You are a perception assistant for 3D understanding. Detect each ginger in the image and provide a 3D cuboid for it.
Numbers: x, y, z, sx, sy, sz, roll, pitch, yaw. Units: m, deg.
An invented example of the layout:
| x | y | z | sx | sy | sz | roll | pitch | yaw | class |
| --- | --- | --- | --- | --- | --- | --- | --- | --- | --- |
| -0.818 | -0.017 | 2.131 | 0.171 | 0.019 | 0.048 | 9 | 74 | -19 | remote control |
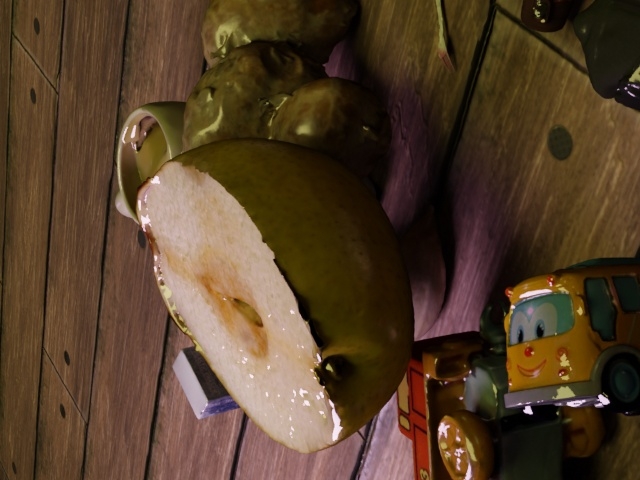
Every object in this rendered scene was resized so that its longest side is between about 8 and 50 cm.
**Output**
| x | y | z | sx | sy | sz | roll | pitch | yaw | class |
| --- | --- | --- | --- | --- | --- | --- | --- | --- | --- |
| -0.055 | -0.207 | 1.405 | 0.256 | 0.176 | 0.375 | -24 | 52 | 18 | ginger |

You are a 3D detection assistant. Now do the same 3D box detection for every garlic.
| x | y | z | sx | sy | sz | roll | pitch | yaw | class |
| --- | --- | --- | --- | --- | --- | --- | --- | --- | --- |
| 0.089 | 0.068 | 1.372 | 0.115 | 0.128 | 0.207 | 46 | 134 | 6 | garlic |

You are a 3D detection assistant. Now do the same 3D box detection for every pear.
| x | y | z | sx | sy | sz | roll | pitch | yaw | class |
| --- | --- | --- | --- | --- | --- | --- | --- | --- | --- |
| -0.025 | 0.037 | 1.238 | 0.386 | 0.191 | 0.341 | 35 | 142 | 47 | pear |

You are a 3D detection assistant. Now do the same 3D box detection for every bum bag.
| x | y | z | sx | sy | sz | roll | pitch | yaw | class |
| --- | --- | --- | --- | --- | --- | --- | --- | --- | --- |
| 0.324 | -0.134 | 0.936 | 0.326 | 0.079 | 0.142 | 37 | 126 | 48 | bum bag |

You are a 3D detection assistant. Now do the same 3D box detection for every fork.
| x | y | z | sx | sy | sz | roll | pitch | yaw | class |
| --- | --- | --- | --- | --- | --- | --- | --- | --- | --- |
| 0.134 | -0.243 | 1.273 | 0.016 | 0.012 | 0.115 | -5 | 94 | 52 | fork |

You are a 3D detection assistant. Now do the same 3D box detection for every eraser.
| x | y | z | sx | sy | sz | roll | pitch | yaw | class |
| --- | --- | --- | --- | --- | --- | --- | --- | --- | --- |
| -0.089 | 0.174 | 1.577 | 0.092 | 0.212 | 0.046 | 59 | 142 | 28 | eraser |

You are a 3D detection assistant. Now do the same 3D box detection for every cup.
| x | y | z | sx | sy | sz | roll | pitch | yaw | class |
| --- | --- | --- | --- | --- | --- | --- | --- | --- | --- |
| -0.162 | -0.075 | 1.559 | 0.173 | 0.202 | 0.255 | 59 | 138 | 31 | cup |

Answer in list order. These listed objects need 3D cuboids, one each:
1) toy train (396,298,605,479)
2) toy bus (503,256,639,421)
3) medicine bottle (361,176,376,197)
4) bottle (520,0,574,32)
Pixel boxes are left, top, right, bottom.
| x | y | z | sx | sy | sz | roll | pitch | yaw | class |
| --- | --- | --- | --- | --- | --- | --- | --- | --- | --- |
| 0.178 | 0.235 | 1.223 | 0.231 | 0.163 | 0.369 | -156 | 60 | -68 | toy train |
| 0.258 | 0.085 | 1.001 | 0.126 | 0.209 | 0.136 | -25 | 68 | 59 | toy bus |
| 0.000 | 0.000 | 1.477 | 0.107 | 0.107 | 0.192 | 51 | 139 | 37 | medicine bottle |
| 0.226 | -0.277 | 1.069 | 0.060 | 0.060 | 0.164 | 44 | 136 | 43 | bottle |
